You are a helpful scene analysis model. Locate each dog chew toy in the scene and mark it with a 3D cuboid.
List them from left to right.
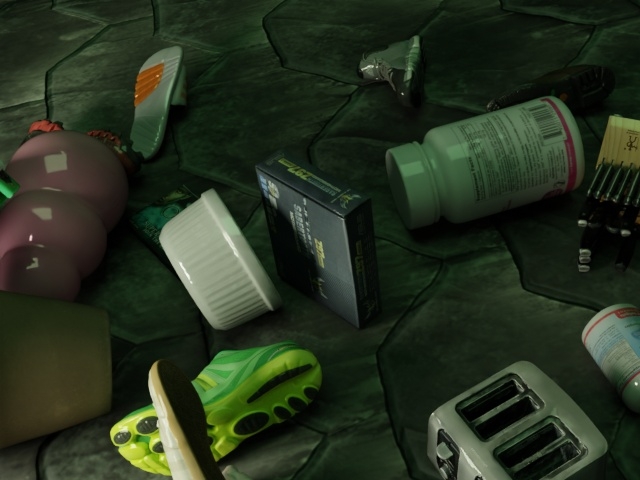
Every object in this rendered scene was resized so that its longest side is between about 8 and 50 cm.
[{"bbox_3d":[-0.435,-0.021,1.403,0.207,0.206,0.332,-3,53,10],"label":"dog chew toy"}]

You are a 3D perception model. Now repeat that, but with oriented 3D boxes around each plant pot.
[{"bbox_3d":[-0.408,0.178,1.186,0.229,0.263,0.263,-1,42,-16],"label":"plant pot"}]

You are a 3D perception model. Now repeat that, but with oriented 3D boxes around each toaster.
[{"bbox_3d":[0.244,0.257,1.034,0.186,0.110,0.168,-26,47,-14],"label":"toaster"}]

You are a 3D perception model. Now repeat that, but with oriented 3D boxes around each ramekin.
[{"bbox_3d":[-0.153,0.036,1.280,0.109,0.207,0.207,-31,47,-5],"label":"ramekin"}]

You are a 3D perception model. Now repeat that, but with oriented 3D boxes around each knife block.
[{"bbox_3d":[0.473,-0.064,1.337,0.088,0.242,0.276,17,6,25],"label":"knife block"}]

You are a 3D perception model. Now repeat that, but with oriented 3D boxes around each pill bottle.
[{"bbox_3d":[0.258,-0.119,1.368,0.283,0.160,0.160,-16,45,-4],"label":"pill bottle"},{"bbox_3d":[0.414,0.164,1.105,0.087,0.087,0.160,-18,45,-6],"label":"pill bottle"}]

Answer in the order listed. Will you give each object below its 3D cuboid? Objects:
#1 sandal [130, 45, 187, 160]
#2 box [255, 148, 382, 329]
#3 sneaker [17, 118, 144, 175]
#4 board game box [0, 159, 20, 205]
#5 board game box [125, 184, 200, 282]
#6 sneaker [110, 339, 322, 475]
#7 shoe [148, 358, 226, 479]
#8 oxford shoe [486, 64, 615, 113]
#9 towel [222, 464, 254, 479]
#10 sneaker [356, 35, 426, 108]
[{"bbox_3d":[-0.318,-0.263,1.707,0.102,0.076,0.265,-5,64,28],"label":"sandal"},{"bbox_3d":[0.000,0.000,1.255,0.183,0.232,0.059,31,57,34],"label":"box"},{"bbox_3d":[-0.459,-0.147,1.597,0.276,0.097,0.135,12,49,25],"label":"sneaker"},{"bbox_3d":[-0.625,0.044,1.288,0.390,0.050,0.390,-51,22,-17],"label":"board game box"},{"bbox_3d":[-0.236,-0.016,1.468,0.126,0.026,0.186,-35,49,-20],"label":"board game box"},{"bbox_3d":[-0.139,0.225,1.173,0.295,0.109,0.123,-22,18,-4],"label":"sneaker"},{"bbox_3d":[-0.171,0.250,1.052,0.058,0.076,0.219,-33,68,16],"label":"shoe"},{"bbox_3d":[0.406,-0.261,1.550,0.227,0.083,0.096,-14,22,1],"label":"oxford shoe"},{"bbox_3d":[-0.093,0.450,0.956,0.332,0.053,0.317,27,56,33],"label":"towel"},{"bbox_3d":[0.132,-0.317,1.658,0.132,0.086,0.228,-4,35,15],"label":"sneaker"}]
